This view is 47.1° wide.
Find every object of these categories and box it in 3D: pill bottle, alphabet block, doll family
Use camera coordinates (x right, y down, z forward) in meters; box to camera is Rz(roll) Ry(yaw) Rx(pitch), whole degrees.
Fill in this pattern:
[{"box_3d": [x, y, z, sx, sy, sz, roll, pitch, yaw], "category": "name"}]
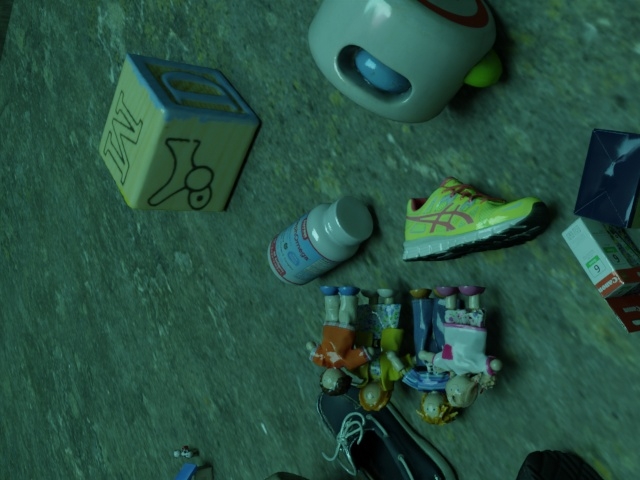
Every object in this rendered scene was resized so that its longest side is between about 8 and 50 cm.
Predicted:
[{"box_3d": [0.000, 0.000, 1.046, 0.160, 0.087, 0.087, -34, 64, 46], "category": "pill bottle"}, {"box_3d": [-0.251, -0.183, 1.284, 0.193, 0.192, 0.197, 54, 128, 39], "category": "alphabet block"}, {"box_3d": [0.113, 0.141, 0.907, 0.263, 0.118, 0.163, -3, 81, 34], "category": "doll family"}]

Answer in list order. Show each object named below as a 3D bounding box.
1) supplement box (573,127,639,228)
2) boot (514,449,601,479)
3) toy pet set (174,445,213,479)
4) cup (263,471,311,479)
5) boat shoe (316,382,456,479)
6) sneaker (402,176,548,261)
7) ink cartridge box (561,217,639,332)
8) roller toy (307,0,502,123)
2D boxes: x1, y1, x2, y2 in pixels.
[{"box_3d": [0.290, -0.056, 0.682, 0.056, 0.083, 0.083, 23, 108, 49], "category": "supplement box"}, {"box_3d": [0.267, 0.396, 0.709, 0.338, 0.118, 0.223, 59, 136, 48], "category": "boot"}, {"box_3d": [-0.256, 0.458, 1.387, 0.114, 0.065, 0.122, -13, 80, 51], "category": "toy pet set"}, {"box_3d": [-0.040, 0.448, 0.956, 0.331, 0.331, 0.237, 19, 80, 50], "category": "cup"}, {"box_3d": [0.065, 0.271, 0.970, 0.254, 0.079, 0.095, 39, 120, 44], "category": "boat shoe"}, {"box_3d": [0.165, -0.032, 0.844, 0.208, 0.081, 0.094, -14, 77, 51], "category": "sneaker"}, {"box_3d": [0.287, 0.030, 0.703, 0.029, 0.063, 0.115, -52, 52, 41], "category": "ink cartridge box"}, {"box_3d": [0.088, -0.238, 0.850, 0.146, 0.191, 0.209, -53, 52, 38], "category": "roller toy"}]
